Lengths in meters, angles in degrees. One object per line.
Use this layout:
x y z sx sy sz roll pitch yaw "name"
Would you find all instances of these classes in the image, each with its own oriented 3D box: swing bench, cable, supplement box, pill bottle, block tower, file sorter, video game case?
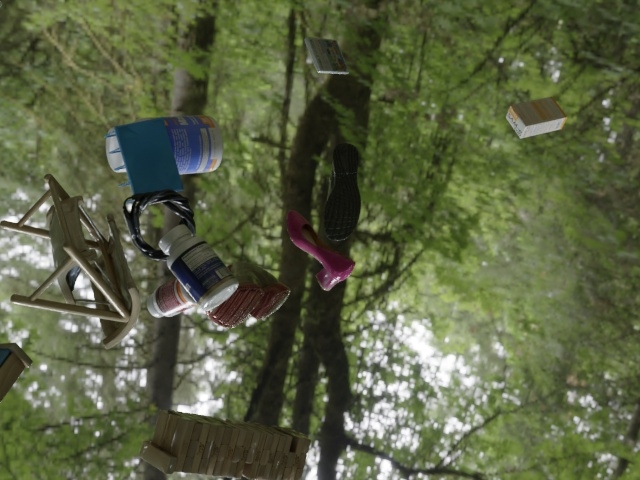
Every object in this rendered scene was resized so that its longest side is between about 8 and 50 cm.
-0.486 0.043 1.638 0.254 0.165 0.253 38 -166 -44 "swing bench"
-0.352 -0.033 1.801 0.150 0.185 0.047 -16 -148 -6 "cable"
0.426 -0.243 1.594 0.098 0.036 0.062 -14 -124 -17 "supplement box"
-0.371 0.144 2.063 0.152 0.086 0.086 -24 -175 32 "pill bottle"
-0.160 0.382 1.489 0.335 0.097 0.090 19 173 -43 "block tower"
-0.400 -0.241 2.069 0.271 0.152 0.152 -8 -150 -36 "pill bottle"
-0.408 -0.178 1.839 0.118 0.170 0.104 -19 -173 -35 "file sorter"
-0.252 0.052 1.643 0.169 0.094 0.094 50 -144 12 "pill bottle"
0.016 -0.431 1.885 0.011 0.087 0.122 -26 172 36 "video game case"

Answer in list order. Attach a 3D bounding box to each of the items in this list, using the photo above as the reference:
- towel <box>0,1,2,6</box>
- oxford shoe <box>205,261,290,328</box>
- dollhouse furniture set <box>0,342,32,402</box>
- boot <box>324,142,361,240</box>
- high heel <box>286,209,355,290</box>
-0.806 -0.503 1.595 0.324 0.248 0.038 -4 -126 39 "towel"
-0.197 0.116 1.867 0.130 0.123 0.348 43 -170 17 "oxford shoe"
-0.631 0.153 1.153 0.286 0.303 0.198 -8 -143 30 "dollhouse furniture set"
0.055 -0.104 1.968 0.083 0.247 0.161 6 167 0 "boot"
0.000 0.000 2.056 0.082 0.117 0.244 4 -128 -47 "high heel"
